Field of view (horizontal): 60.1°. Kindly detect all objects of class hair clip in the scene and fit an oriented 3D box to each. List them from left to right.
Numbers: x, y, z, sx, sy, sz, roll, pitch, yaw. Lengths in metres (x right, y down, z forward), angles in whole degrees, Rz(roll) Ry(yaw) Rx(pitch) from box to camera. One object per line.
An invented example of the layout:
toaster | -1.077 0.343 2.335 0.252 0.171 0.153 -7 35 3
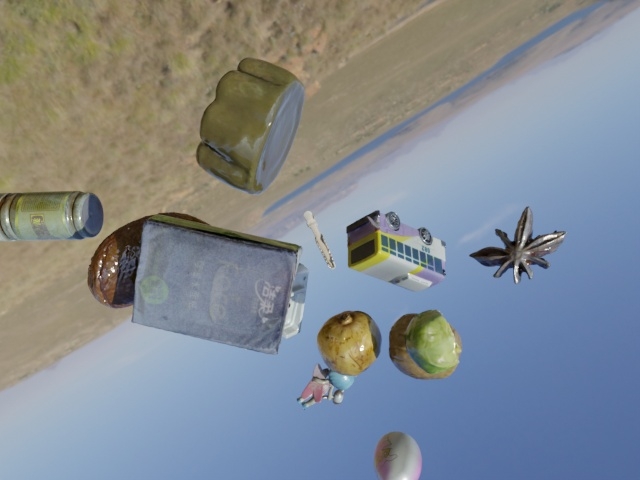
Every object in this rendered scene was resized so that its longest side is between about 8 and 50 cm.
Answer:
hair clip | 0.000 0.000 1.961 0.034 0.226 0.072 -27 173 5

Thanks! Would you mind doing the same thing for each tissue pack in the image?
tissue pack | -0.267 0.111 1.426 0.394 0.288 0.124 13 -167 1

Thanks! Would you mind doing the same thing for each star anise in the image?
star anise | 0.613 0.028 1.688 0.257 0.198 0.110 -45 148 14

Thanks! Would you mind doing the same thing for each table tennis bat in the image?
table tennis bat | 0.168 -0.052 1.718 0.007 0.050 0.083 -43 153 15

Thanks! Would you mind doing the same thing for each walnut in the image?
walnut | 0.323 0.328 1.706 0.228 0.228 0.228 -31 -176 2

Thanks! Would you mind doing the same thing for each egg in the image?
egg | 0.297 0.867 2.160 0.196 0.196 0.271 -30 -178 25

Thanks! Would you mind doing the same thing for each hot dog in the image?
hot dog | -0.476 0.059 1.606 0.387 0.174 0.267 -21 143 -15

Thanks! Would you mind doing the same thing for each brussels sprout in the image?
brussels sprout | 0.275 0.256 1.396 0.122 0.149 0.151 -25 -145 2

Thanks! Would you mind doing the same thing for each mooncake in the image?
mooncake | -0.198 -0.326 1.580 0.378 0.200 0.378 23 90 -85

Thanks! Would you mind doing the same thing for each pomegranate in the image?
pomegranate | 0.091 0.324 1.805 0.215 0.215 0.215 -31 -176 2

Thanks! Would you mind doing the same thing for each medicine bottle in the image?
medicine bottle | -0.851 -0.075 1.704 0.322 0.151 0.151 -1 -171 8

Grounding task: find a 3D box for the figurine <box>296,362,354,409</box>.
figurine | 0.036 0.595 2.195 0.260 0.205 0.103 -37 -163 3

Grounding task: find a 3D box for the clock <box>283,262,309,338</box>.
clock | -0.147 0.217 1.792 0.262 0.116 0.231 -19 131 -45

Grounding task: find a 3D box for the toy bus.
toy bus | 0.338 0.062 2.386 0.440 0.249 0.209 21 146 -34
